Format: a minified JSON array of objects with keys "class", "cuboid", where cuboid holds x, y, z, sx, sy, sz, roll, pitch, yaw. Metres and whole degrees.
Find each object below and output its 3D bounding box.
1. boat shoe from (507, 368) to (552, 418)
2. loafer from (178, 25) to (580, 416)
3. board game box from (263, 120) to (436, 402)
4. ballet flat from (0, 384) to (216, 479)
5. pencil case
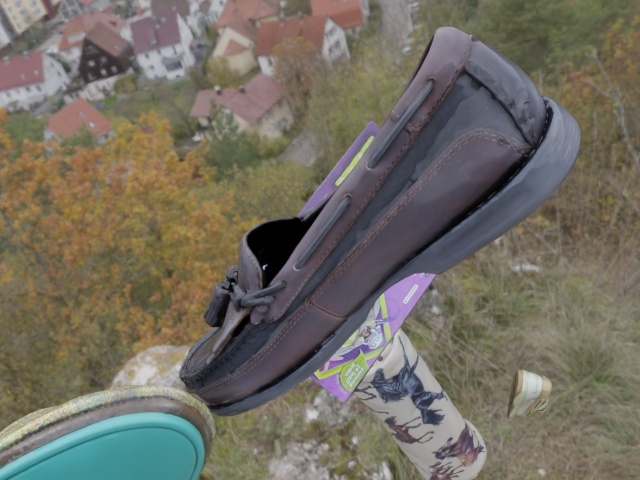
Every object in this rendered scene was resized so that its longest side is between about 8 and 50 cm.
[{"class":"boat shoe","cuboid":[0.257,0.195,0.790,0.045,0.135,0.050,8,69,15]},{"class":"loafer","cuboid":[0.000,0.000,0.386,0.302,0.095,0.109,-39,21,29]},{"class":"board game box","cuboid":[0.053,0.024,0.902,0.208,0.056,0.346,35,81,15]},{"class":"ballet flat","cuboid":[-0.209,0.194,0.411,0.348,0.123,0.123,-47,35,6]},{"class":"pencil case","cuboid":[0.176,0.326,1.313,0.160,0.410,0.183,-43,27,-11]}]
